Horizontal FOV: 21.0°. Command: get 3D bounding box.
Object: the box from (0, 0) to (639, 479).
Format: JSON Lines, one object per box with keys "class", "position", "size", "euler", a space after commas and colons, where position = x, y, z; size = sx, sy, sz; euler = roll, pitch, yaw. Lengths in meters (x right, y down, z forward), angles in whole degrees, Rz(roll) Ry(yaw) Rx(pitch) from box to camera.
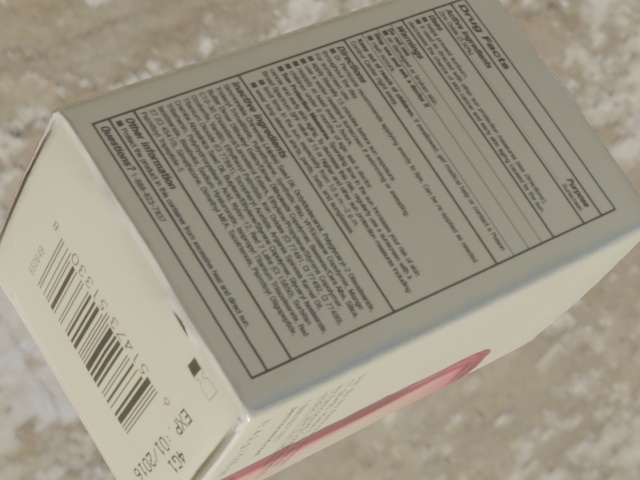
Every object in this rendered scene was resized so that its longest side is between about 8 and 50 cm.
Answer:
{"class": "box", "position": [0.000, 0.000, 0.747], "size": [0.232, 0.148, 0.127], "euler": [-22, 161, -34]}
